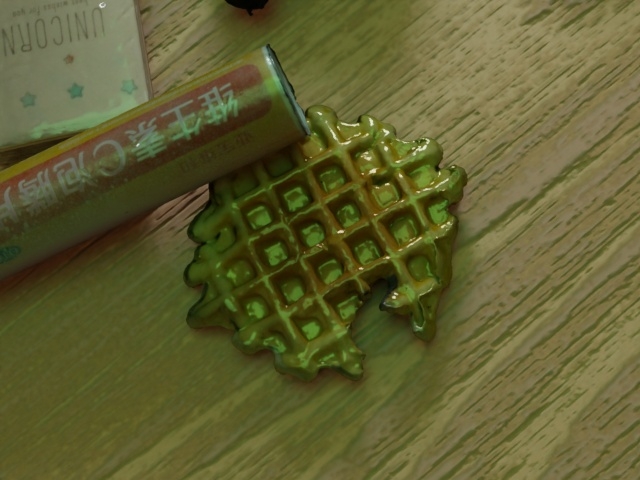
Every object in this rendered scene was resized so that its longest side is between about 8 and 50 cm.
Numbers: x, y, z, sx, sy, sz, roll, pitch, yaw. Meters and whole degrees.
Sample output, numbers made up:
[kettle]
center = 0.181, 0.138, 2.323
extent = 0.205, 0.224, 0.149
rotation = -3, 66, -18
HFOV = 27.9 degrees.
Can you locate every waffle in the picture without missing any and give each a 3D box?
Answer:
[waffle]
center = 0.000, -0.001, 1.184
extent = 0.250, 0.056, 0.261
rotation = 15, 77, 11

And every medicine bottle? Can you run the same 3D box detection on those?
[medicine bottle]
center = -0.220, -0.050, 1.172
extent = 0.426, 0.108, 0.108
rotation = -26, 73, 4

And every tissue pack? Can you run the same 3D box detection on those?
[tissue pack]
center = -0.265, -0.242, 1.273
extent = 0.170, 0.071, 0.326
rotation = -12, 74, 0

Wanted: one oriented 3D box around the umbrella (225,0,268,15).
[umbrella]
center = -0.061, -0.378, 1.283
extent = 0.090, 0.094, 0.326
rotation = 19, 69, -34
